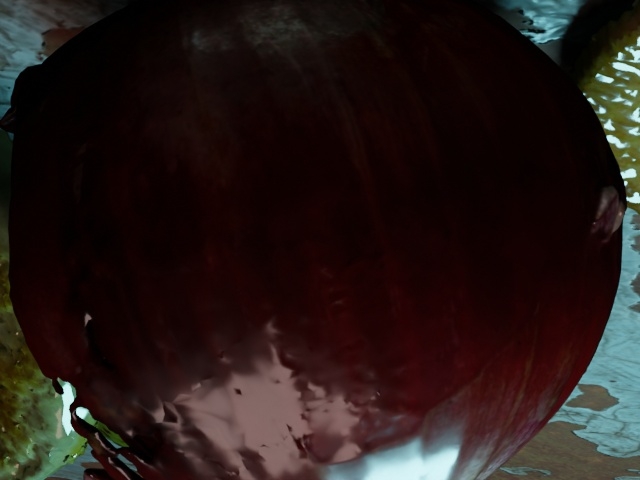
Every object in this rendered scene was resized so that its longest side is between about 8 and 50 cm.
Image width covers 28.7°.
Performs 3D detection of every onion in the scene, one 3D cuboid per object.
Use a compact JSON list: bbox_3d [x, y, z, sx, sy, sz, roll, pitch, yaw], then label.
[{"bbox_3d":[0.001,0.007,0.654,0.341,0.341,0.341,6,157,2],"label":"onion"}]

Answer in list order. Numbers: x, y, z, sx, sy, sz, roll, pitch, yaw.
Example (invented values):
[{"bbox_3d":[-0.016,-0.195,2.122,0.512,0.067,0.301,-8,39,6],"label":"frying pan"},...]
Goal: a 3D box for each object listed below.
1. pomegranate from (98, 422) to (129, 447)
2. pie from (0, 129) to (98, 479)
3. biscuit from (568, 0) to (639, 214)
[{"bbox_3d":[-0.122,0.053,0.984,0.248,0.214,0.214,48,146,-8],"label":"pomegranate"},{"bbox_3d":[-0.281,0.054,0.938,0.371,0.296,0.078,-16,-169,45],"label":"pie"},{"bbox_3d":[0.291,-0.074,0.718,0.305,0.038,0.305,7,154,4],"label":"biscuit"}]
